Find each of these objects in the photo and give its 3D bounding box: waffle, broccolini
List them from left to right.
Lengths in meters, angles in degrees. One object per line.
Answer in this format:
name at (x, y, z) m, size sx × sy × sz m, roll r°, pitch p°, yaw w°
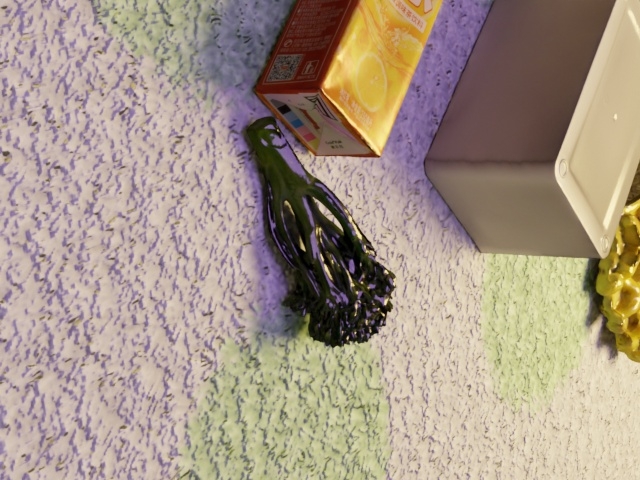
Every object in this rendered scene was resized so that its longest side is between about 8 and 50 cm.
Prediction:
broccolini at (-0.003, -0.009, 0.857) m, size 0.068 × 0.091 × 0.202 m, roll -109°, pitch 176°, yaw -76°
waffle at (0.440, 0.008, 1.406) m, size 0.307 × 0.060 × 0.311 m, roll 19°, pitch 79°, yaw -49°

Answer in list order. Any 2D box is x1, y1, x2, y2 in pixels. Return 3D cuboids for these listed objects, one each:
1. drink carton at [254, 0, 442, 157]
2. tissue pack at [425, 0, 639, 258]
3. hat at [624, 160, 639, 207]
drink carton at (0.036, -0.183, 0.865) m, size 0.096 × 0.071 × 0.222 m, roll 45°, pitch 60°, yaw -43°
tissue pack at (0.231, -0.121, 1.066) m, size 0.159 × 0.136 × 0.246 m, roll 49°, pitch 57°, yaw -42°
hat at (0.302, -0.094, 1.225) m, size 0.146 × 0.067 × 0.146 m, roll 5°, pitch 72°, yaw -14°
